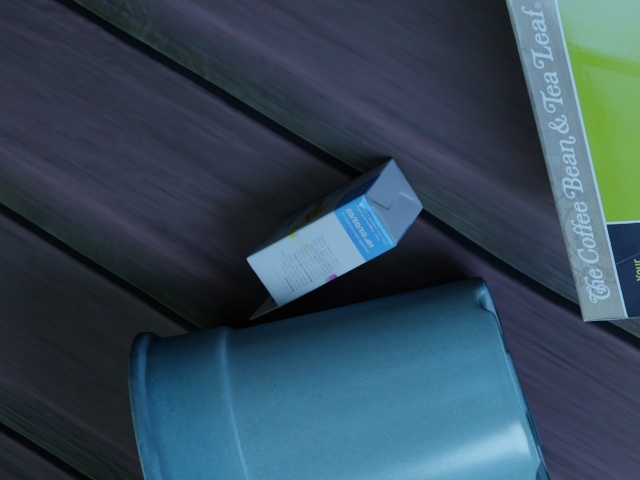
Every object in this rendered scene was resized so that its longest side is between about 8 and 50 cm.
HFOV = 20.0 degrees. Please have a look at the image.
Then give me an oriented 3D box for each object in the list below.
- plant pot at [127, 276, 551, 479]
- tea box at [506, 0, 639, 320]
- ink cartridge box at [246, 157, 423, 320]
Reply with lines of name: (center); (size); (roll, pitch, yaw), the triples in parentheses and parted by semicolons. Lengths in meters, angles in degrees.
plant pot: (0.035, 0.202, 1.702); (0.334, 0.341, 0.341); (-17, 107, 5)
tea box: (0.350, -0.133, 1.483); (0.323, 0.220, 0.329); (-5, 122, 20)
ink cartridge box: (0.000, 0.000, 1.761); (0.181, 0.104, 0.062); (-29, 100, 27)
